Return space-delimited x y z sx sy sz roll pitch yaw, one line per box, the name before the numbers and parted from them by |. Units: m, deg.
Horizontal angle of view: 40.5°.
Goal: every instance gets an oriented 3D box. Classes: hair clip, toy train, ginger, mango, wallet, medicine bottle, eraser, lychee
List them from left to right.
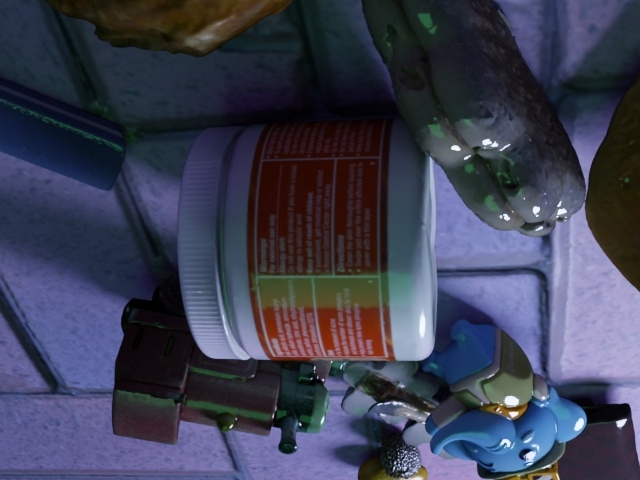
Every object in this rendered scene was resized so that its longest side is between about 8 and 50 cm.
eraser | -0.332 -0.129 0.988 0.225 0.036 0.082 21 133 -11
ginger | -0.122 -0.252 0.753 0.321 0.172 0.165 -11 169 17
toy train | -0.114 0.159 1.107 0.304 0.221 0.150 10 132 -3
medicine bottle | 0.000 0.000 0.915 0.241 0.252 0.252 0 134 9
mango | 0.117 0.381 1.406 0.114 0.057 0.079 -3 130 0
lychee | 0.123 0.336 1.350 0.068 0.067 0.083 -28 116 -24
hair clip | 0.142 0.240 1.257 0.257 0.075 0.146 26 116 -26
wallet | 0.387 0.321 1.312 0.182 0.049 0.229 -9 134 21

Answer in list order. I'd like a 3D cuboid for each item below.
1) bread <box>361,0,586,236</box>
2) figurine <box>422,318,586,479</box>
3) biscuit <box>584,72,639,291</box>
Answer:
bread | 0.153 -0.116 0.832 0.102 0.183 0.337 -24 123 31
figurine | 0.226 0.227 1.169 0.180 0.154 0.262 -45 107 4
biscuit | 0.445 -0.054 0.808 0.365 0.062 0.385 52 134 11
